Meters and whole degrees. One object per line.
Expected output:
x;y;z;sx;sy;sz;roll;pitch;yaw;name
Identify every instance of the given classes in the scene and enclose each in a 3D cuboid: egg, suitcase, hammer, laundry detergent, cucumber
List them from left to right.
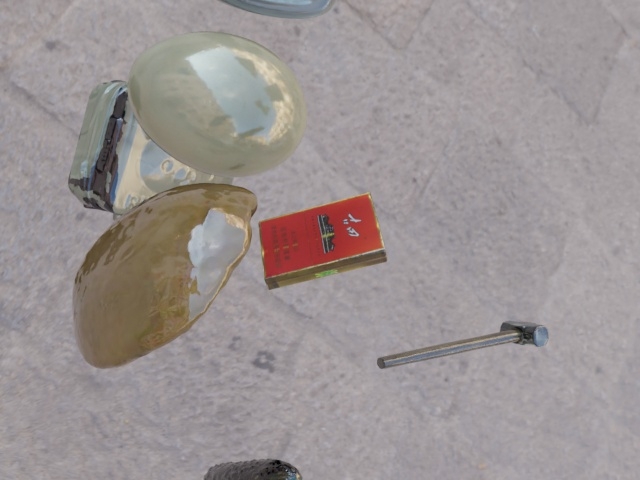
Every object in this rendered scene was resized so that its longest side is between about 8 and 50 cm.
-0.324;-0.201;1.479;0.351;0.194;0.339;8;101;-53;suitcase
-0.136;-0.181;0.941;0.241;0.186;0.186;15;65;-2;egg
-0.126;0.419;1.228;0.081;0.303;0.072;-2;73;-31;cucumber
-0.107;-0.512;1.356;0.264;0.398;0.125;5;112;-6;laundry detergent
0.280;0.211;1.417;0.365;0.111;0.043;-7;93;-23;hammer

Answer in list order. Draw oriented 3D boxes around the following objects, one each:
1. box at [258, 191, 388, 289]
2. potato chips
0.000;0.000;0.766;0.133;0.023;0.090;-14;48;6;box
-0.149;0.014;0.598;0.062;0.208;0.195;45;71;-34;potato chips
